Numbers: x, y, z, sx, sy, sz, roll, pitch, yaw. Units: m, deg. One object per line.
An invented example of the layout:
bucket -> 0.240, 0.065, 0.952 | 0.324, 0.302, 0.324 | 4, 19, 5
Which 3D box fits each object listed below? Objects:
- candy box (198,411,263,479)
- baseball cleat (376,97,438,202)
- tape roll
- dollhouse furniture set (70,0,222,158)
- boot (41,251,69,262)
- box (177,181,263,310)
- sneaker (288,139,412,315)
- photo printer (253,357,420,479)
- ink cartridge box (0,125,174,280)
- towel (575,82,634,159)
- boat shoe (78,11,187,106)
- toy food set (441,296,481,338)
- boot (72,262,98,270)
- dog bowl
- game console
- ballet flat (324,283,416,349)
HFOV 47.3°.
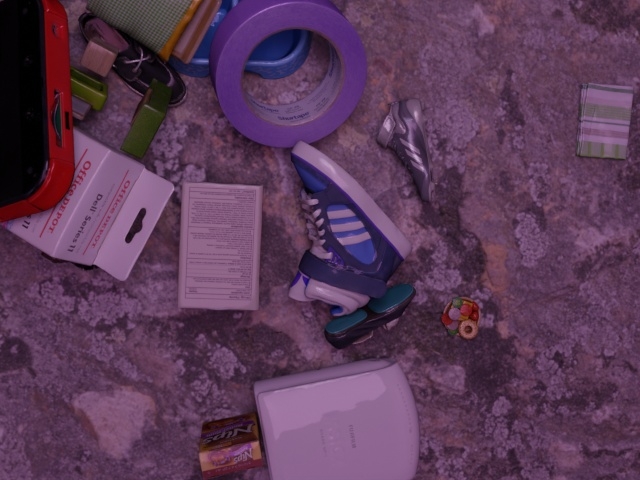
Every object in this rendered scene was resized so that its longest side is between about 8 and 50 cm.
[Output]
candy box -> -0.166, 0.377, 1.362 | 0.109, 0.186, 0.053 | -11, 95, -7
baseball cleat -> 0.169, -0.173, 1.441 | 0.109, 0.072, 0.206 | -7, 89, 7
tape roll -> -0.059, -0.308, 1.317 | 0.275, 0.090, 0.275 | -10, 127, -13
dollhouse furniture set -> -0.318, -0.330, 1.235 | 0.197, 0.151, 0.301 | 27, 115, -17
boot -> -0.513, -0.016, 1.375 | 0.106, 0.037, 0.114 | 15, 95, -10
box -> -0.186, 0.008, 1.369 | 0.148, 0.127, 0.232 | 3, 93, -7
sneaker -> 0.000, 0.000, 1.374 | 0.236, 0.130, 0.323 | -46, 111, -2
photo printer -> 0.040, 0.370, 1.426 | 0.307, 0.107, 0.256 | -9, 94, -6
ink cartridge box -> -0.452, -0.096, 1.262 | 0.353, 0.119, 0.207 | 27, 89, 20
towel -> 0.586, -0.245, 1.501 | 0.113, 0.023, 0.152 | 4, 93, -6
boat shoe -> -0.349, -0.334, 1.356 | 0.233, 0.079, 0.084 | 40, 87, -9
toy food set -> 0.288, 0.156, 1.488 | 0.082, 0.020, 0.083 | 18, 91, -7
boot -> -0.450, -0.007, 1.362 | 0.121, 0.045, 0.099 | 34, 88, -32
dog bowl -> -0.161, -0.394, 1.376 | 0.297, 0.074, 0.166 | 0, 93, -8
game console -> -0.567, -0.211, 1.235 | 0.342, 0.060, 0.386 | -14, 74, 23
ballet flat -> 0.103, 0.156, 1.448 | 0.203, 0.074, 0.074 | -27, 96, -11
